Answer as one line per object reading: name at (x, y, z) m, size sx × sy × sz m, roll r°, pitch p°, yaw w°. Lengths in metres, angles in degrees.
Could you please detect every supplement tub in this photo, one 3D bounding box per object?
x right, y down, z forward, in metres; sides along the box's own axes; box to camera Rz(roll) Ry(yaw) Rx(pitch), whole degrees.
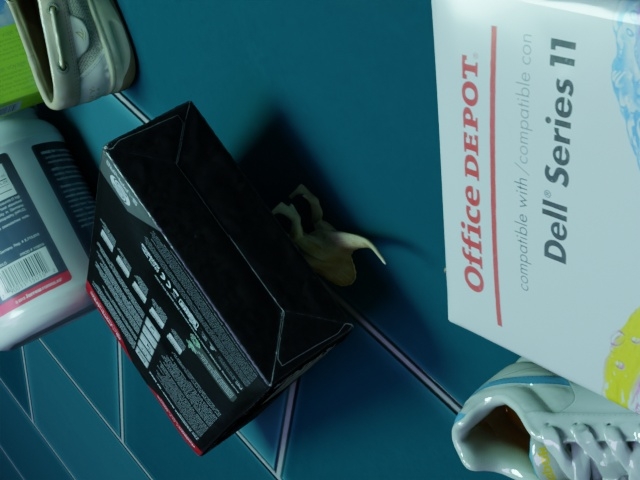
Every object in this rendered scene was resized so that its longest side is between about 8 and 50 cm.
supplement tub at (-0.364, -0.024, 1.120) m, size 0.191 × 0.191 × 0.272 m, roll -29°, pitch 89°, yaw 57°

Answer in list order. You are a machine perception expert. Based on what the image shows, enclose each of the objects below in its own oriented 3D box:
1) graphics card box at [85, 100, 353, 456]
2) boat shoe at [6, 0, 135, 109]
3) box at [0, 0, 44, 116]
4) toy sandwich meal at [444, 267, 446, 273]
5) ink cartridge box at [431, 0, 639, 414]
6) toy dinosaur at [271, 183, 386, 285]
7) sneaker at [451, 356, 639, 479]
graphics card box at (-0.118, 0.060, 0.877) m, size 0.233 × 0.094 × 0.371 m, roll 54°, pitch 156°, yaw 9°
boat shoe at (-0.286, -0.276, 0.917) m, size 0.109 × 0.098 × 0.302 m, roll -10°, pitch 104°, yaw 56°
box at (-0.369, -0.232, 1.054) m, size 0.178 × 0.109 × 0.042 m, roll 61°, pitch 149°, yaw 3°
toy sandwich meal at (0.118, 0.039, 0.614) m, size 0.085 × 0.029 × 0.085 m, roll 24°, pitch 175°, yaw 2°
ink cartridge box at (0.169, -0.027, 0.445) m, size 0.353 × 0.119 × 0.207 m, roll 25°, pitch 133°, yaw 44°
toy dinosaur at (0.000, 0.000, 0.780) m, size 0.093 × 0.053 × 0.183 m, roll 49°, pitch 150°, yaw -5°
sneaker at (0.181, 0.124, 0.563) m, size 0.228 × 0.092 × 0.087 m, roll -4°, pitch 108°, yaw 54°
